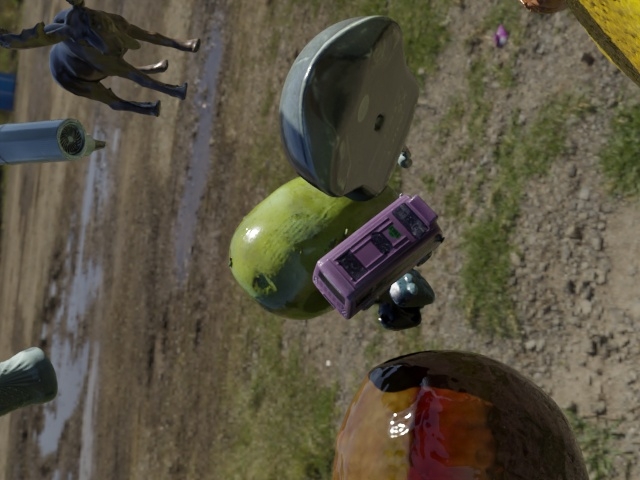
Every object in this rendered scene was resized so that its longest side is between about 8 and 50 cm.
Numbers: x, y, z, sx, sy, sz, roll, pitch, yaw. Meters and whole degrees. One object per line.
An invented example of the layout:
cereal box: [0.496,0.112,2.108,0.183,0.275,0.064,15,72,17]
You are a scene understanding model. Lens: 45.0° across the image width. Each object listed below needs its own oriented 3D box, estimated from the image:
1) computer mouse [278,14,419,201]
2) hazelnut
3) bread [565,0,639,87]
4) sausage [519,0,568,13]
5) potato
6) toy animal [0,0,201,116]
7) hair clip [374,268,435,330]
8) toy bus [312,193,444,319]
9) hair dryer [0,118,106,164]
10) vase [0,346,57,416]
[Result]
computer mouse: [0.035,-0.119,0.791,0.090,0.379,0.167,22,90,18]
hazelnut: [0.219,0.378,1.204,0.353,0.421,0.421,83,176,-58]
bread: [0.323,-0.216,0.676,0.143,0.323,0.333,-40,42,17]
sausage: [0.372,-0.454,1.054,0.304,0.121,0.121,-55,33,11]
potato: [-0.002,0.000,1.236,0.216,0.304,0.216,31,141,29]
toy animal: [-0.204,-0.173,0.677,0.214,0.186,0.094,-10,64,60]
hair clip: [0.155,0.054,1.800,0.194,0.206,0.310,112,172,-45]
toy bus: [0.081,0.017,1.027,0.087,0.178,0.098,48,163,17]
hair dryer: [-0.267,-0.105,0.828,0.155,0.183,0.044,2,99,29]
vase: [-0.434,0.198,0.935,0.096,0.219,0.096,18,116,41]
